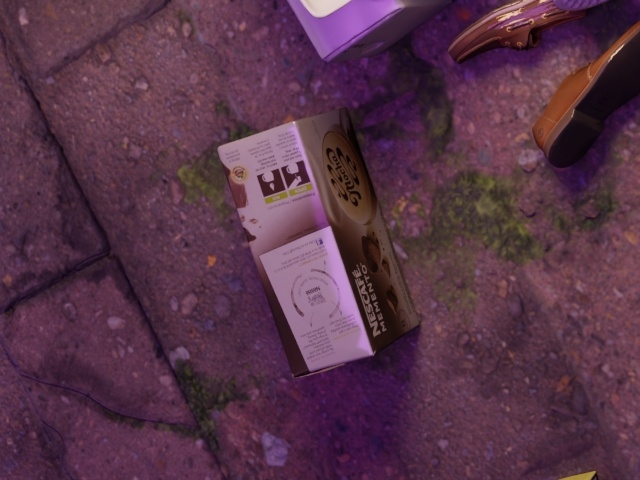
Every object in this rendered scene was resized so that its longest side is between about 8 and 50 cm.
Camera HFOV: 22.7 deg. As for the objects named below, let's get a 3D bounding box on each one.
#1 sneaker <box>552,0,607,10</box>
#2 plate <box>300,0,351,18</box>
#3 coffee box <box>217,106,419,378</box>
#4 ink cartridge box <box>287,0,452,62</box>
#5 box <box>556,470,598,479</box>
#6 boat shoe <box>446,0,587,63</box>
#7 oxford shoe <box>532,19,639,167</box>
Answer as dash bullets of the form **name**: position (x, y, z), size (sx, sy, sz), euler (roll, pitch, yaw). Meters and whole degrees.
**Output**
- **sneaker**: position (0.393, -0.401, 1.743), size (0.366, 0.135, 0.150), euler (-25, 71, 15)
- **plate**: position (0.019, -0.409, 1.732), size (0.278, 0.277, 0.045), euler (55, 159, 0)
- **coffee box**: position (0.000, 0.000, 1.963), size (0.119, 0.168, 0.297), euler (-18, 92, 25)
- **ink cartridge box**: position (0.012, -0.365, 1.865), size (0.121, 0.211, 0.289), euler (-31, 88, 23)
- **box**: position (0.338, 0.407, 1.942), size (0.058, 0.087, 0.232), euler (-17, 92, 25)
- **boat shoe**: position (0.232, -0.250, 1.873), size (0.178, 0.064, 0.060), euler (-28, 87, 22)
- **oxford shoe**: position (0.321, -0.187, 1.849), size (0.212, 0.076, 0.076), euler (-47, 40, 13)
